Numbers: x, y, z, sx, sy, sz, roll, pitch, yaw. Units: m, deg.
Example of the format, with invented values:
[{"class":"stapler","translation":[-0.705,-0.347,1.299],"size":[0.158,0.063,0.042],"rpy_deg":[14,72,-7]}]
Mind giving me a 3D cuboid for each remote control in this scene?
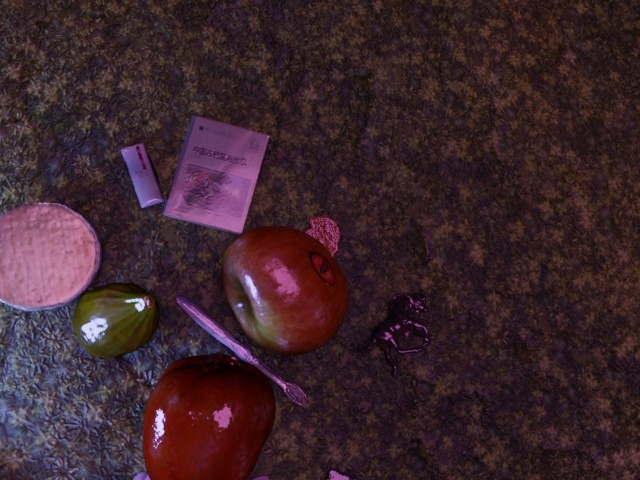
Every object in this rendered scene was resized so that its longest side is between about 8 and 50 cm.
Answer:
[{"class":"remote control","translation":[-0.445,-0.165,1.319],"size":[0.065,0.029,0.166],"rpy_deg":[-20,82,-15]}]

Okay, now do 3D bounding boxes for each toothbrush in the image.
[{"class":"toothbrush","translation":[-0.192,0.265,1.274],"size":[0.413,0.042,0.035],"rpy_deg":[39,73,1]}]

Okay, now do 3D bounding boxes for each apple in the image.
[{"class":"apple","translation":[-0.075,0.106,1.218],"size":[0.250,0.277,0.309],"rpy_deg":[-28,110,-29]}]

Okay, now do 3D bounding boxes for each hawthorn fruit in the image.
[{"class":"hawthorn fruit","translation":[-0.240,0.387,1.106],"size":[0.295,0.295,0.311],"rpy_deg":[27,63,-5]}]

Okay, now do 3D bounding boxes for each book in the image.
[{"class":"book","translation":[-0.267,-0.171,1.362],"size":[0.215,0.025,0.283],"rpy_deg":[14,77,-8]}]

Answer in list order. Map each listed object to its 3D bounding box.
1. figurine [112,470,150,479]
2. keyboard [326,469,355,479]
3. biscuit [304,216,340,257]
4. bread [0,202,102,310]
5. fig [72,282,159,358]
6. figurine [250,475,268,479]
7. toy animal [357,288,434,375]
[{"class":"figurine","translation":[-0.347,0.581,1.130],"size":[0.229,0.137,0.112],"rpy_deg":[53,41,-1]},{"class":"keyboard","translation":[0.014,0.664,1.235],"size":[0.072,0.023,0.231],"rpy_deg":[22,73,1]},{"class":"biscuit","translation":[0.000,0.000,1.382],"size":[0.102,0.019,0.130],"rpy_deg":[17,74,-8]},{"class":"bread","translation":[-0.648,0.037,1.224],"size":[0.267,0.040,0.267],"rpy_deg":[3,78,-12]},{"class":"fig","translation":[-0.433,0.165,1.168],"size":[0.233,0.167,0.167],"rpy_deg":[-25,83,11]},{"class":"figurine","translation":[-0.165,0.633,1.162],"size":[0.260,0.103,0.205],"rpy_deg":[11,73,1]},{"class":"toy animal","translation":[0.203,0.234,1.353],"size":[0.232,0.084,0.148],"rpy_deg":[-40,76,-16]}]
